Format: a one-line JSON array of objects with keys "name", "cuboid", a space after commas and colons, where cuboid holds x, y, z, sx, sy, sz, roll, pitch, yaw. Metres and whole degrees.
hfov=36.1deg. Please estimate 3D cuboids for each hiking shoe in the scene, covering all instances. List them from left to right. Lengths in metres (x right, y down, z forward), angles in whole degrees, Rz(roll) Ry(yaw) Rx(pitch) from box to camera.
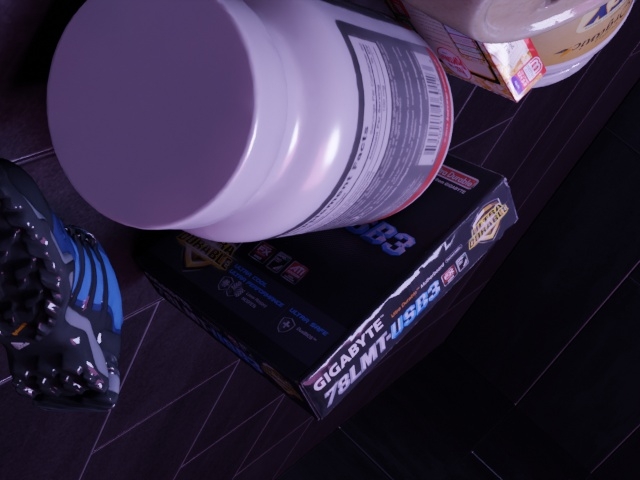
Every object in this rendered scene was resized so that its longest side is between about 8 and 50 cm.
[{"name": "hiking shoe", "cuboid": [-0.243, 0.025, 0.829, 0.304, 0.113, 0.132, 85, 4, -51]}]

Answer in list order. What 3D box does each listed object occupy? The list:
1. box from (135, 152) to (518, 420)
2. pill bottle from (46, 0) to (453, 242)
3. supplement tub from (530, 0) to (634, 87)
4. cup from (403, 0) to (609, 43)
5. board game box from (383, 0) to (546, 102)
[{"name": "box", "cuboid": [0.000, 0.000, 1.026, 0.293, 0.295, 0.073, -43, 135, -16]}, {"name": "pill bottle", "cuboid": [-0.040, -0.107, 0.811, 0.210, 0.210, 0.363, -54, 162, 19]}, {"name": "supplement tub", "cuboid": [0.210, -0.302, 0.965, 0.228, 0.228, 0.316, -46, 164, -6]}, {"name": "cup", "cuboid": [0.113, -0.265, 0.602, 0.331, 0.237, 0.331, -24, 169, -5]}, {"name": "board game box", "cuboid": [0.106, -0.222, 0.883, 0.045, 0.147, 0.193, -46, 130, -6]}]
